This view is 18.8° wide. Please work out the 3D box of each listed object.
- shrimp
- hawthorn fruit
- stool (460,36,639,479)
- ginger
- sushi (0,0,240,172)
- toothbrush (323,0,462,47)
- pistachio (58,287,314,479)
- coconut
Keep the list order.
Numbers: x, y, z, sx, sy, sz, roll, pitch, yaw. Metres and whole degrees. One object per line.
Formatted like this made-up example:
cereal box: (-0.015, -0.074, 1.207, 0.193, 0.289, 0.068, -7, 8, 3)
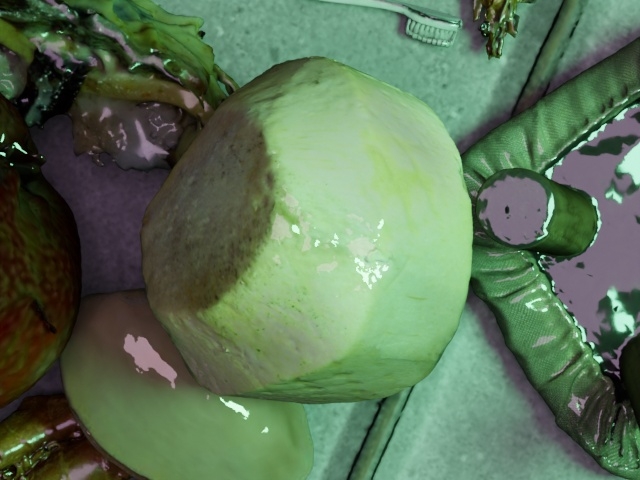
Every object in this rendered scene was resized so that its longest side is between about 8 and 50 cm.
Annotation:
shrimp: (0.186, -0.225, 1.549, 0.124, 0.034, 0.178, 8, 84, -5)
hawthorn fruit: (-0.350, 0.027, 1.433, 0.369, 0.285, 0.284, -31, 88, 27)
stool: (0.279, 0.000, 1.444, 0.310, 0.226, 0.310, -34, 88, -2)
ginger: (-0.227, 0.181, 1.520, 0.162, 0.073, 0.103, -35, 87, 1)
sushi: (-0.180, -0.144, 1.517, 0.291, 0.139, 0.131, 27, 109, 3)
toothbrush: (-0.027, -0.206, 1.555, 0.288, 0.024, 0.026, 16, 103, 1)
pistachio: (-0.103, 0.118, 1.494, 0.223, 0.126, 0.152, 35, 72, -9)
coconut: (0.000, 0.000, 1.385, 0.259, 0.259, 0.259, 0, 88, 1)
